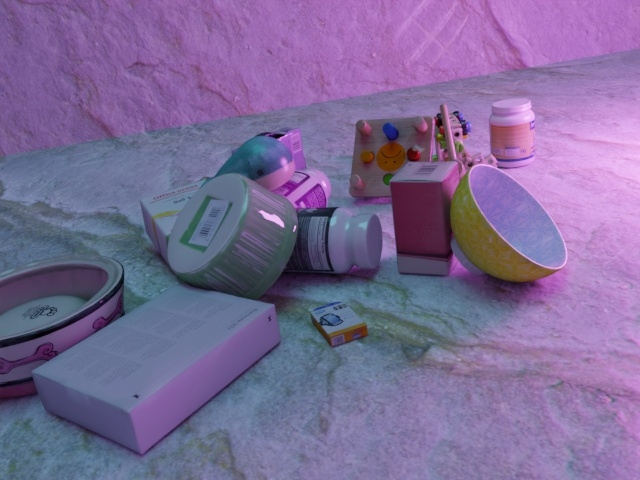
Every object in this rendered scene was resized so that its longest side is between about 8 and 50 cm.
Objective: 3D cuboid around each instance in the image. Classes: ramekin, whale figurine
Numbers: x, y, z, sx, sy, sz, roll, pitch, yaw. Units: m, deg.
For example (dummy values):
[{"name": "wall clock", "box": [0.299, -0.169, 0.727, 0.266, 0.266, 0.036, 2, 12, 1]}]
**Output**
[{"name": "ramekin", "box": [-0.212, -0.008, 1.503, 0.303, 0.148, 0.304, -26, 45, 30]}, {"name": "whale figurine", "box": [-0.206, -0.188, 1.742, 0.271, 0.141, 0.216, -16, 18, 14]}]

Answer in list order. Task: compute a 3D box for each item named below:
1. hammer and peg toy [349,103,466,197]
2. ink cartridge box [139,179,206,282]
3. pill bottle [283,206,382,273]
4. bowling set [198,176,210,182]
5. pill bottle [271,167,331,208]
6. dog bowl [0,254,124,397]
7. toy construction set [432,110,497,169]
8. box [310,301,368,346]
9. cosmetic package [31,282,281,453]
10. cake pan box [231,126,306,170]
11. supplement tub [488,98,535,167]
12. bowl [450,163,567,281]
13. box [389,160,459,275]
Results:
[{"name": "hammer and peg toy", "box": [0.270, -0.260, 1.997, 0.361, 0.266, 0.127, 0, -13, 24]}, {"name": "ink cartridge box", "box": [-0.363, -0.051, 1.810, 0.207, 0.119, 0.353, -21, 39, -25]}, {"name": "pill bottle", "box": [0.000, 0.000, 1.594, 0.278, 0.162, 0.162, 0, 24, 22]}, {"name": "bowling set", "box": [-0.332, -0.171, 2.145, 0.199, 0.154, 0.287, 12, 30, 41]}, {"name": "pill bottle", "box": [-0.080, -0.100, 1.859, 0.169, 0.169, 0.301, 1, 24, 24]}, {"name": "dog bowl", "box": [-0.611, 0.180, 1.416, 0.407, 0.151, 0.408, -8, 21, 3]}, {"name": "toy construction set", "box": [0.433, -0.296, 2.098, 0.151, 0.215, 0.328, -14, 27, -11]}, {"name": "box", "box": [0.034, 0.168, 1.353, 0.081, 0.028, 0.136, -15, 21, -15]}, {"name": "cosmetic package", "box": [-0.303, 0.222, 1.262, 0.284, 0.098, 0.377, 6, 26, 37]}, {"name": "cake pan box", "box": [-0.143, -0.190, 1.974, 0.070, 0.267, 0.245, 12, 32, 36]}, {"name": "supplement tub", "box": [0.628, -0.352, 2.149, 0.144, 0.200, 0.144, -8, 23, 3]}, {"name": "bowl", "box": [0.379, -0.011, 1.436, 0.156, 0.289, 0.289, -46, -1, 35]}, {"name": "box", "box": [0.251, -0.054, 1.531, 0.126, 0.233, 0.148, 3, 25, 26]}]
